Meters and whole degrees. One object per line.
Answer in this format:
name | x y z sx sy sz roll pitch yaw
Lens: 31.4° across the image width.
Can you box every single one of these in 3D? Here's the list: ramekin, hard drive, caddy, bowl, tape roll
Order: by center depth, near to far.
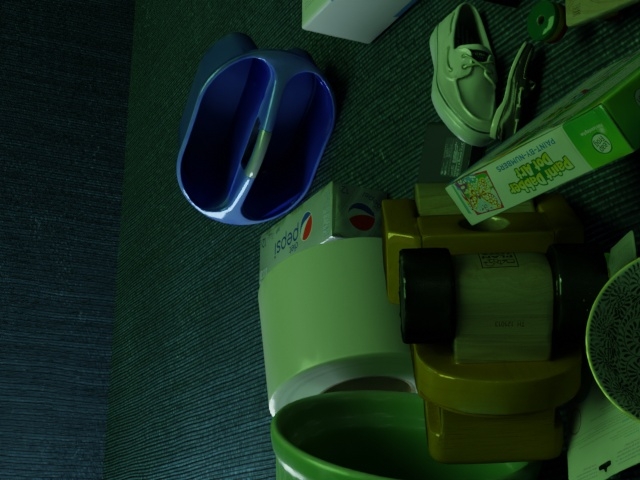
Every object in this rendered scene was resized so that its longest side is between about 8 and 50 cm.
bowl | 0.329 0.098 1.020 0.080 0.170 0.170 48 -144 -61
ramekin | 0.090 0.284 1.274 0.303 0.304 0.148 -153 66 -65
tape roll | 0.047 0.131 1.476 0.246 0.246 0.169 127 144 -47
hard drive | 0.176 -0.112 1.539 0.135 0.022 0.094 -164 83 -66
caddy | -0.114 -0.187 1.953 0.179 0.241 0.341 -105 32 -54

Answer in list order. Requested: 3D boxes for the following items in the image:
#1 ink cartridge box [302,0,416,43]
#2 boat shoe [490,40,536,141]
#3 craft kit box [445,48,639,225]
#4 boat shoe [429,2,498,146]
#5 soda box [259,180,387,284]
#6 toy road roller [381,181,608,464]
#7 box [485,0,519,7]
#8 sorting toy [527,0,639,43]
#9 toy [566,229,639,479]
ink cartridge box | 0.071 -0.499 1.772 0.223 0.129 0.307 147 127 -59
boat shoe | 0.244 -0.180 1.392 0.046 0.038 0.125 -4 -67 -72
craft kit box | 0.274 -0.126 1.082 0.061 0.250 0.247 54 151 -1
boat shoe | 0.188 -0.223 1.474 0.075 0.083 0.226 120 149 -42
soda box | 0.000 0.000 1.803 0.286 0.098 0.091 147 129 -59
toy road roller | 0.172 0.087 1.202 0.329 0.203 0.240 -89 -3 -69
box | 0.198 -0.416 1.488 0.207 0.108 0.153 -122 46 -55
sorting toy | 0.330 -0.307 1.213 0.274 0.046 0.132 -16 70 56
toy | 0.300 0.125 1.139 0.137 0.056 0.237 124 152 -60
